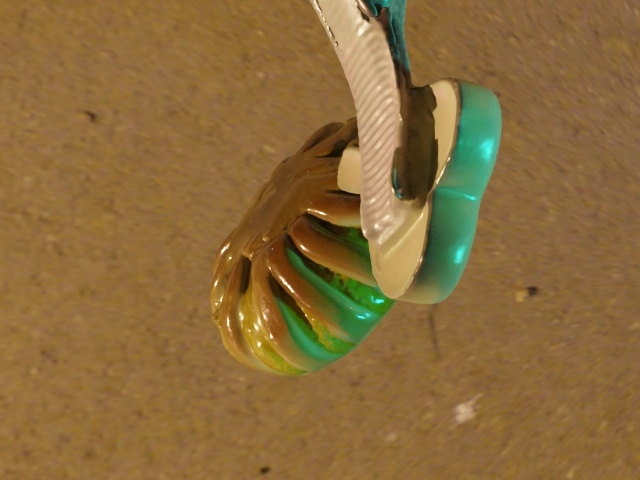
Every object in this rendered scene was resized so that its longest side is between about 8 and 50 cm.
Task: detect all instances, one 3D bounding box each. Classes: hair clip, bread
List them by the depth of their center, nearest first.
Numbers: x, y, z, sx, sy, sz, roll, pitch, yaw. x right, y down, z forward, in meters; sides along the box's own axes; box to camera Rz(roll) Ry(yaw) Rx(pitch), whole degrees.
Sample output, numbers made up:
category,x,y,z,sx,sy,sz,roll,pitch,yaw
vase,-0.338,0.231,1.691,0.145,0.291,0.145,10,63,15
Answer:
category,x,y,z,sx,sy,sz,roll,pitch,yaw
hair clip,0.038,-0.060,0.961,0.071,0.159,0.218,1,61,-22
bread,0.000,0.000,1.255,0.213,0.213,0.105,-44,114,10
